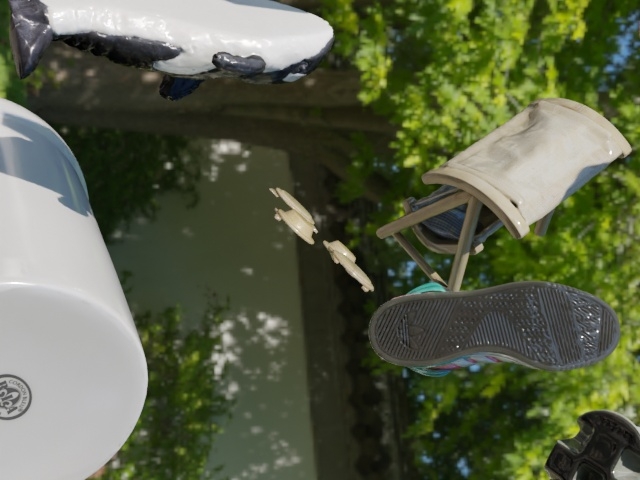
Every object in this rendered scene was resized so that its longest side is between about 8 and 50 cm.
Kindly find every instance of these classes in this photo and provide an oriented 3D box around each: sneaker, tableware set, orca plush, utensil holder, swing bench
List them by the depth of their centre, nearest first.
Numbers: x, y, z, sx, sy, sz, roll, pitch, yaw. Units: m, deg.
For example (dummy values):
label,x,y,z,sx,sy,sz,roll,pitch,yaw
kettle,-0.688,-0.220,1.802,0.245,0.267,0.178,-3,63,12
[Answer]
label,x,y,z,sx,sy,sz,roll,pitch,yaw
orca plush,-0.130,-0.156,0.793,0.151,0.287,0.102,48,-44,31
sneaker,0.241,0.329,0.853,0.330,0.146,0.122,-57,-139,5
utensil holder,-0.383,0.060,0.983,0.385,0.328,0.327,-128,-143,-48
tableware set,0.000,0.000,1.045,0.020,0.169,0.141,-46,-171,7
sneaker,0.203,0.113,1.112,0.178,0.296,0.123,94,-3,-86
swing bench,0.255,-0.068,1.262,0.165,0.253,0.254,49,-32,13
